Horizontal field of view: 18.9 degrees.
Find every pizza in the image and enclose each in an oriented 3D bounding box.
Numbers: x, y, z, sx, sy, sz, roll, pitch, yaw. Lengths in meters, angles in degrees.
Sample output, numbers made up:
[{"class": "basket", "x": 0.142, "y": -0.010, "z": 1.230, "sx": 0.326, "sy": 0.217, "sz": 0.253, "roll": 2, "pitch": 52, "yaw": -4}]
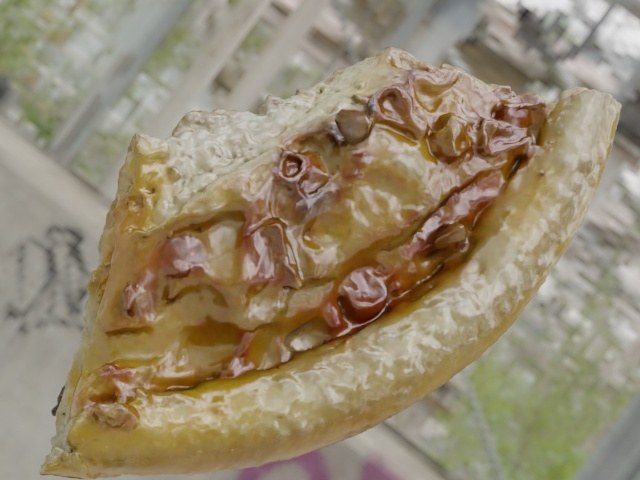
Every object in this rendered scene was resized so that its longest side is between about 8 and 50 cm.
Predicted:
[{"class": "pizza", "x": 0.005, "y": 0.004, "z": 0.731, "sx": 0.056, "sy": 0.271, "sz": 0.134, "roll": -4, "pitch": -75, "yaw": 67}]
